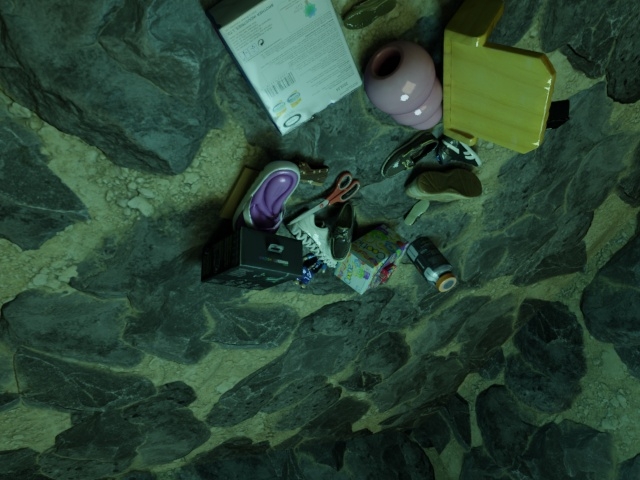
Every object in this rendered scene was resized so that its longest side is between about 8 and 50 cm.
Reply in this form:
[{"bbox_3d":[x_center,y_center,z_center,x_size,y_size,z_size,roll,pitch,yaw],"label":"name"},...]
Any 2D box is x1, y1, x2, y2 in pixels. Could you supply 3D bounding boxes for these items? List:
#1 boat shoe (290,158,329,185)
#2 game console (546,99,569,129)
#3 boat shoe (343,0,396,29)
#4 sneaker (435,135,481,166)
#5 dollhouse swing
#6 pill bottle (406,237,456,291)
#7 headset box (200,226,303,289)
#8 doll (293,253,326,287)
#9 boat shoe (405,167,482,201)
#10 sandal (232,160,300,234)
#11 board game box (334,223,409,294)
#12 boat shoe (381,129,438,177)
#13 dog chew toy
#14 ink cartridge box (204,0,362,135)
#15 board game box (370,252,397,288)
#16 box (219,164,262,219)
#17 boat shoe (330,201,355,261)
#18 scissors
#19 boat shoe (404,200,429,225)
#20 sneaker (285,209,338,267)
[{"bbox_3d":[-0.063,-0.232,1.471,0.206,0.073,0.073,2,128,-40],"label":"boat shoe"},{"bbox_3d":[0.938,-0.503,1.822,0.122,0.071,0.107,-12,165,-19],"label":"game console"},{"bbox_3d":[0.129,-0.626,1.223,0.153,0.048,0.056,-27,151,6],"label":"boat shoe"},{"bbox_3d":[0.512,-0.321,1.714,0.121,0.079,0.216,-43,129,19],"label":"sneaker"},{"bbox_3d":[0.528,-0.474,1.301,0.315,0.304,0.347,-56,148,-30],"label":"dollhouse swing"},{"bbox_3d":[0.494,0.110,1.986,0.130,0.246,0.131,-16,136,-16],"label":"pill bottle"},{"bbox_3d":[-0.226,0.069,1.520,0.246,0.131,0.283,14,156,-37],"label":"headset box"},{"bbox_3d":[-0.028,0.107,1.834,0.129,0.046,0.189,32,104,-35],"label":"doll"},{"bbox_3d":[0.492,-0.215,1.787,0.340,0.122,0.110,1,167,-27],"label":"boat shoe"},{"bbox_3d":[-0.182,-0.085,1.454,0.169,0.102,0.416,0,143,-23],"label":"sandal"},{"bbox_3d":[0.205,0.068,1.778,0.275,0.142,0.144,-29,147,-44],"label":"board game box"},{"bbox_3d":[0.319,-0.301,1.620,0.227,0.069,0.081,-41,137,11],"label":"boat shoe"},{"bbox_3d":[0.273,-0.448,1.367,0.206,0.207,0.331,-45,145,15],"label":"dog chew toy"},{"bbox_3d":[-0.070,-0.468,1.175,0.270,0.151,0.395,-32,137,2],"label":"ink cartridge box"},{"bbox_3d":[0.257,0.127,1.733,0.169,0.033,0.133,-48,157,-11],"label":"board game box"},{"bbox_3d":[-0.223,-0.144,1.498,0.164,0.021,0.201,12,123,-37],"label":"box"},{"bbox_3d":[0.079,-0.036,1.647,0.080,0.224,0.073,10,165,10],"label":"boat shoe"},{"bbox_3d":[0.021,-0.128,1.615,0.297,0.021,0.109,-43,138,-4],"label":"scissors"},{"bbox_3d":[0.400,-0.116,1.868,0.133,0.049,0.042,-51,163,12],"label":"boat shoe"},{"bbox_3d":[0.000,0.000,1.696,0.118,0.110,0.292,-48,129,-3],"label":"sneaker"}]
